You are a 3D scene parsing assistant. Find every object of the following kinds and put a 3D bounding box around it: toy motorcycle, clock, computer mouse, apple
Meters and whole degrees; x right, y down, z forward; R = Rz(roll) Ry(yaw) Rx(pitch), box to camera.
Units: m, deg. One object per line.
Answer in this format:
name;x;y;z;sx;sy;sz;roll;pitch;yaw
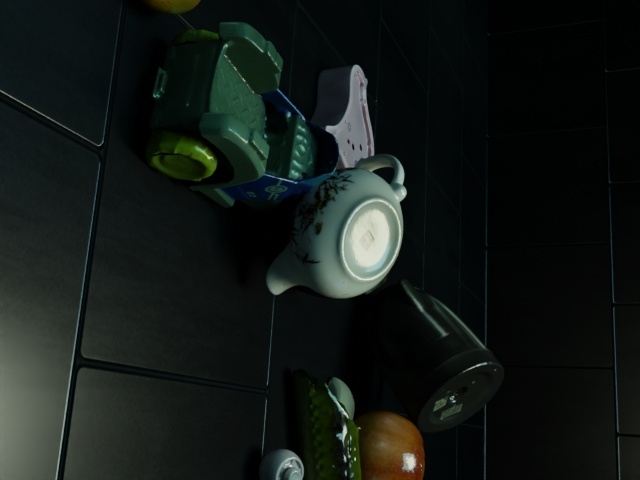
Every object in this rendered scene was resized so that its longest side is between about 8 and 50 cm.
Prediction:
toy motorcycle;-0.061;0.468;1.265;0.112;0.112;0.254;-35;119;-64
toy motorcycle;-0.090;-0.144;1.101;0.326;0.200;0.191;46;46;-56
clock;0.027;-0.220;1.549;0.290;0.080;0.275;-12;98;-69
computer mouse;0.032;0.354;1.537;0.181;0.056;0.089;-65;141;-47
apple;0.133;0.458;1.598;0.235;0.173;0.210;-44;137;-68

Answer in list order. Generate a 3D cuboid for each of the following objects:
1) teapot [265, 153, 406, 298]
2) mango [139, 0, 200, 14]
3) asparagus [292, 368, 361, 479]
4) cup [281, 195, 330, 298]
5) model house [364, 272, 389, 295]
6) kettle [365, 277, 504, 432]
teapot;0.047;-0.025;1.251;0.208;0.166;0.299;50;57;-26
mango;-0.209;-0.363;0.982;0.165;0.089;0.115;55;48;-47
asparagus;0.019;0.416;1.419;0.108;0.128;0.382;-171;-105;-76
cup;0.000;0.000;1.371;0.223;0.169;0.176;34;63;-46
model house;0.119;0.019;1.751;0.152;0.106;0.165;-72;-172;-64
kettle;0.225;0.263;1.759;0.324;0.228;0.321;54;-23;38
